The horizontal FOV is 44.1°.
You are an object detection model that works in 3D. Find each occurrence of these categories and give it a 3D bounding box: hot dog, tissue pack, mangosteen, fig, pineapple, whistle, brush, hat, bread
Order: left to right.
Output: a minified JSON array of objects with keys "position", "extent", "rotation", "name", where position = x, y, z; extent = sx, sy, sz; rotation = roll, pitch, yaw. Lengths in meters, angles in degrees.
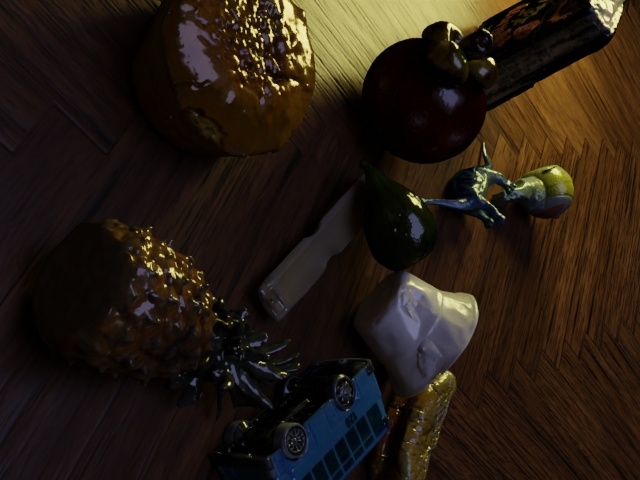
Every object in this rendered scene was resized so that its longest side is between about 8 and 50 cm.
[{"position":[-0.152,0.105,0.899],"extent":[0.340,0.169,0.169],"rotation":[35,55,-48],"name":"pineapple"},{"position":[-0.118,-0.224,1.017],"extent":[0.268,0.145,0.268],"rotation":[9,78,-47],"name":"bread"},{"position":[0.000,0.000,1.165],"extent":[0.321,0.050,0.060],"rotation":[-48,119,-42],"name":"brush"},{"position":[0.110,-0.044,1.190],"extent":[0.117,0.117,0.177],"rotation":[-22,94,-49],"name":"fig"},{"position":[0.132,0.125,1.208],"extent":[0.126,0.203,0.203],"rotation":[40,50,-11],"name":"hat"},{"position":[0.140,0.288,1.221],"extent":[0.073,0.084,0.242],"rotation":[53,47,-27],"name":"hot dog"},{"position":[0.184,-0.248,1.278],"extent":[0.215,0.257,0.215],"rotation":[14,55,-20],"name":"mangosteen"},{"position":[0.450,-0.092,1.658],"extent":[0.223,0.123,0.123],"rotation":[-12,89,-36],"name":"whistle"},{"position":[0.437,-0.409,1.550],"extent":[0.123,0.332,0.245],"rotation":[47,50,-19],"name":"tissue pack"}]

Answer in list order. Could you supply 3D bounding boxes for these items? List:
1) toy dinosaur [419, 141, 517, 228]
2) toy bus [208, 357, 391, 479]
[{"position":[0.298,-0.086,1.501],"extent":[0.144,0.076,0.329],"rotation":[42,44,9],"name":"toy dinosaur"},{"position":[-0.015,0.258,1.029],"extent":[0.234,0.116,0.134],"rotation":[-34,106,-45],"name":"toy bus"}]
